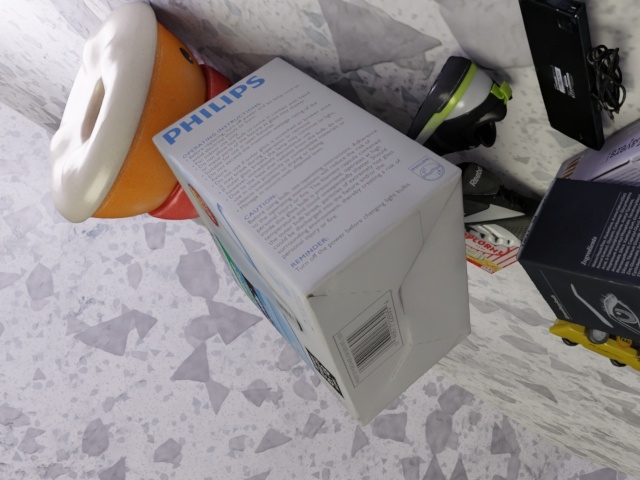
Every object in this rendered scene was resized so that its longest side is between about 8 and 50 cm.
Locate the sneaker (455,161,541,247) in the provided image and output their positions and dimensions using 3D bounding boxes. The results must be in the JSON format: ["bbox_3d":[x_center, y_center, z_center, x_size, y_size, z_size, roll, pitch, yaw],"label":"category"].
[{"bbox_3d":[0.223,-0.055,0.800,0.235,0.078,0.106,9,135,14],"label":"sneaker"}]

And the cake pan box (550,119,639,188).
[{"bbox_3d":[0.400,-0.033,0.581,0.246,0.070,0.267,28,166,-2],"label":"cake pan box"}]

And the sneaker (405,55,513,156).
[{"bbox_3d":[0.157,-0.125,0.700,0.097,0.084,0.234,27,166,2],"label":"sneaker"}]

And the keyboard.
[{"bbox_3d":[0.247,-0.157,0.547,0.100,0.038,0.192,48,-178,40],"label":"keyboard"}]

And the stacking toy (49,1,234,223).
[{"bbox_3d":[-0.179,-0.149,1.006,0.480,0.350,0.351,17,175,-35],"label":"stacking toy"}]

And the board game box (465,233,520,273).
[{"bbox_3d":[0.261,-0.014,0.960,0.147,0.045,0.193,28,166,3],"label":"board game box"}]

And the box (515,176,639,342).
[{"bbox_3d":[0.330,0.031,0.583,0.207,0.108,0.153,17,161,44],"label":"box"}]

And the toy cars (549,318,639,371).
[{"bbox_3d":[0.578,0.173,0.928,0.394,0.087,0.176,13,163,41],"label":"toy cars"}]

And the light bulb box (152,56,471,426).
[{"bbox_3d":[0.000,0.000,0.817,0.361,0.225,0.357,42,161,38],"label":"light bulb box"}]
